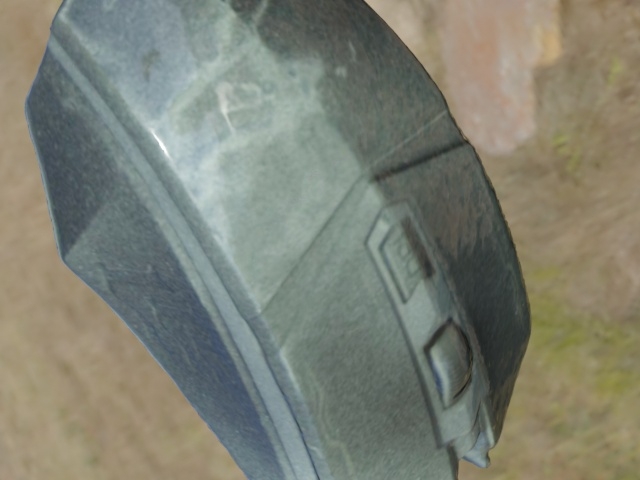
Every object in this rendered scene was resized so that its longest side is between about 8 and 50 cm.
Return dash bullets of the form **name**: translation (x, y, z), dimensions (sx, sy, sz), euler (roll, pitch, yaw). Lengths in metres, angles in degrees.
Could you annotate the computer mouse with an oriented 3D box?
- **computer mouse**: translation (0.003, -0.001, 0.519), dimensions (0.071, 0.126, 0.231), euler (4, 133, 51)
